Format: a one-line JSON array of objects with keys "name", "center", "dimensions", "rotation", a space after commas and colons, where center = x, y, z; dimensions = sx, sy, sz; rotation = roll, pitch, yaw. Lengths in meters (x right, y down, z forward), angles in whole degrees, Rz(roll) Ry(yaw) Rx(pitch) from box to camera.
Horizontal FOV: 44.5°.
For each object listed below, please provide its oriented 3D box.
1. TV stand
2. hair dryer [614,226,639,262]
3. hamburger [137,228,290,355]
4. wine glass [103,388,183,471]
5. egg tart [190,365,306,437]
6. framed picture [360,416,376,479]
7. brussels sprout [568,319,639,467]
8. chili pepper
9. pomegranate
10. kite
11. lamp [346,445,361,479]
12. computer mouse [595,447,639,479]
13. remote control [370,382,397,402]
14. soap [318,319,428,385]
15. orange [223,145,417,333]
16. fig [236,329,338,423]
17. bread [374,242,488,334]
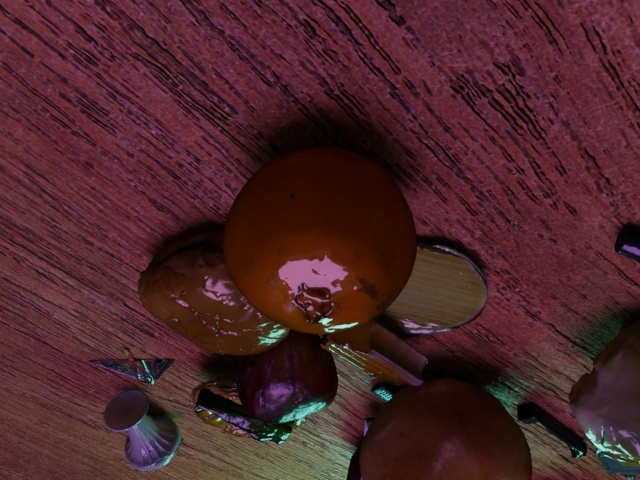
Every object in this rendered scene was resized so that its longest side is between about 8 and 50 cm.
[{"name": "TV stand", "center": [0.583, 0.480, 1.961], "dimensions": [0.049, 0.040, 0.256], "rotation": [-26, 131, 36]}, {"name": "hair dryer", "center": [0.645, -0.032, 1.289], "dimensions": [0.236, 0.091, 0.271], "rotation": [20, 130, 1]}, {"name": "hamburger", "center": [-0.197, 0.114, 1.544], "dimensions": [0.319, 0.158, 0.318], "rotation": [7, 142, 6]}, {"name": "wine glass", "center": [-0.482, 0.508, 2.109], "dimensions": [0.165, 0.165, 0.196], "rotation": [-4, 137, 15]}, {"name": "egg tart", "center": [-0.176, 0.392, 1.933], "dimensions": [0.295, 0.116, 0.294], "rotation": [3, 141, 3]}, {"name": "framed picture", "center": [0.231, 0.606, 2.032], "dimensions": [0.255, 0.014, 0.338], "rotation": [1, 109, -5]}, {"name": "brussels sprout", "center": [0.678, 0.309, 1.555], "dimensions": [0.344, 0.344, 0.268], "rotation": [-5, 176, 17]}, {"name": "chili pepper", "center": [-0.172, 0.400, 1.777], "dimensions": [0.253, 0.083, 0.099], "rotation": [26, 163, -23]}, {"name": "pomegranate", "center": [0.278, 0.505, 1.788], "dimensions": [0.412, 0.411, 0.411], "rotation": [5, 142, 4]}, {"name": "kite", "center": [-0.473, 0.323, 1.982], "dimensions": [0.241, 0.014, 0.183], "rotation": [1, 141, 12]}, {"name": "lamp", "center": [0.161, 0.662, 2.162], "dimensions": [0.180, 0.180, 0.258], "rotation": [6, 141, 4]}, {"name": "computer mouse", "center": [0.771, 0.524, 1.950], "dimensions": [0.167, 0.090, 0.379], "rotation": [-5, 146, 17]}, {"name": "remote control", "center": [0.191, 0.396, 1.941], "dimensions": [0.152, 0.027, 0.043], "rotation": [36, 139, -29]}, {"name": "soap", "center": [0.095, 0.220, 1.631], "dimensions": [0.160, 0.080, 0.257], "rotation": [4, 156, 42]}, {"name": "orange", "center": [0.000, 0.000, 1.246], "dimensions": [0.312, 0.312, 0.312], "rotation": [5, 142, 4]}, {"name": "fig", "center": [-0.076, 0.288, 1.705], "dimensions": [0.224, 0.224, 0.263], "rotation": [3, 143, 6]}, {"name": "bread", "center": [0.179, 0.092, 1.535], "dimensions": [0.301, 0.045, 0.301], "rotation": [5, 142, 4]}]
